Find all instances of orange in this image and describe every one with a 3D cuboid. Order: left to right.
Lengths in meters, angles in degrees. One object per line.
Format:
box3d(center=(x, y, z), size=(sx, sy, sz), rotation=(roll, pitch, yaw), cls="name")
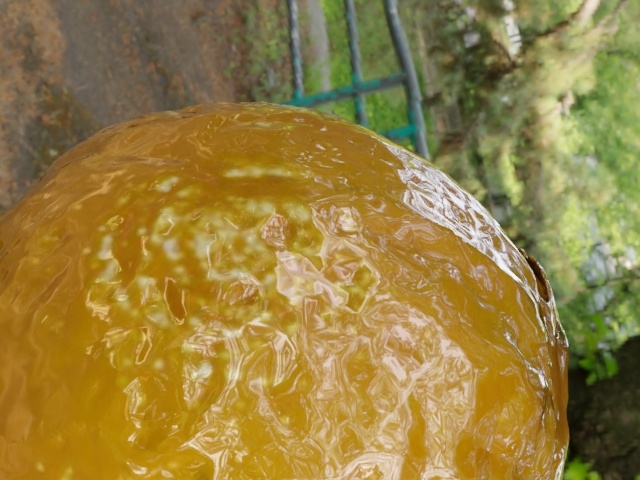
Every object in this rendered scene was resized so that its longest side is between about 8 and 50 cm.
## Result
box3d(center=(-0.051, 0.094, 0.469), size=(0.340, 0.293, 0.340), rotation=(-155, -90, -85), cls="orange")
